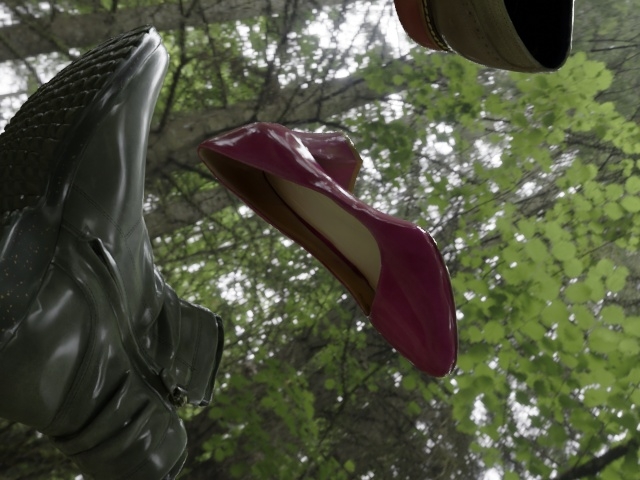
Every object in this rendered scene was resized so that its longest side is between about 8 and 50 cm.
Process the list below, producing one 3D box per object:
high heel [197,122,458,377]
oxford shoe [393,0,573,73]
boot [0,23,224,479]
[{"bbox_3d":[0.000,0.000,0.548,0.082,0.117,0.244,109,-33,-44],"label":"high heel"},{"bbox_3d":[0.110,-0.260,0.456,0.130,0.123,0.348,39,-28,44],"label":"oxford shoe"},{"bbox_3d":[-0.113,0.009,0.455,0.083,0.247,0.161,-12,-44,34],"label":"boot"}]
